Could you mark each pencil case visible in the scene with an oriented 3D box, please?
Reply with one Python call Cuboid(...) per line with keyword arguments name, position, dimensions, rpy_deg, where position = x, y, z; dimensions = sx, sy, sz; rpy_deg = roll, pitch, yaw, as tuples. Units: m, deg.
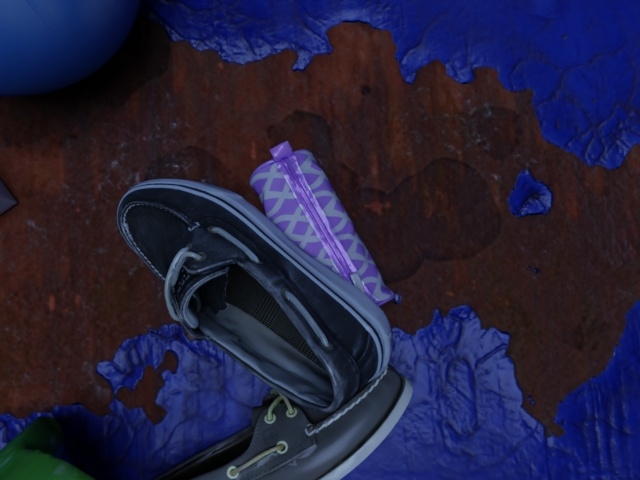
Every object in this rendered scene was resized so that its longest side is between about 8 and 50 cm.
Cuboid(name="pencil case", position=(0.000, 0.000, 0.506), dimensions=(0.086, 0.088, 0.206), rpy_deg=(-31, 85, -4))

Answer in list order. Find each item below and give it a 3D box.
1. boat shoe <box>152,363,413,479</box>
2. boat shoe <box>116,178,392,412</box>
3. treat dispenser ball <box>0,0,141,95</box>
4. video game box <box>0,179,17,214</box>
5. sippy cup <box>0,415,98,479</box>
Cuboid(name="boat shoe", position=(-0.047, 0.211, 0.474), dimensions=(0.305, 0.109, 0.091), rpy_deg=(-36, 91, 0))
Cuboid(name="boat shoe", position=(-0.089, 0.034, 0.445), dimensions=(0.335, 0.119, 0.121), rpy_deg=(27, 112, 19))
Cuboid(name="treat dispenser ball", position=(-0.314, -0.282, 0.427), dimensions=(0.289, 0.288, 0.287), rpy_deg=(0, 84, -1))
Cuboid(name="video game box", position=(-0.489, -0.058, 0.524), dimensions=(0.205, 0.048, 0.187), rpy_deg=(-37, 88, -4))
Cuboid(name="sippy cup", position=(-0.269, 0.323, 0.412), dimensions=(0.224, 0.305, 0.240), rpy_deg=(47, 57, -7))
